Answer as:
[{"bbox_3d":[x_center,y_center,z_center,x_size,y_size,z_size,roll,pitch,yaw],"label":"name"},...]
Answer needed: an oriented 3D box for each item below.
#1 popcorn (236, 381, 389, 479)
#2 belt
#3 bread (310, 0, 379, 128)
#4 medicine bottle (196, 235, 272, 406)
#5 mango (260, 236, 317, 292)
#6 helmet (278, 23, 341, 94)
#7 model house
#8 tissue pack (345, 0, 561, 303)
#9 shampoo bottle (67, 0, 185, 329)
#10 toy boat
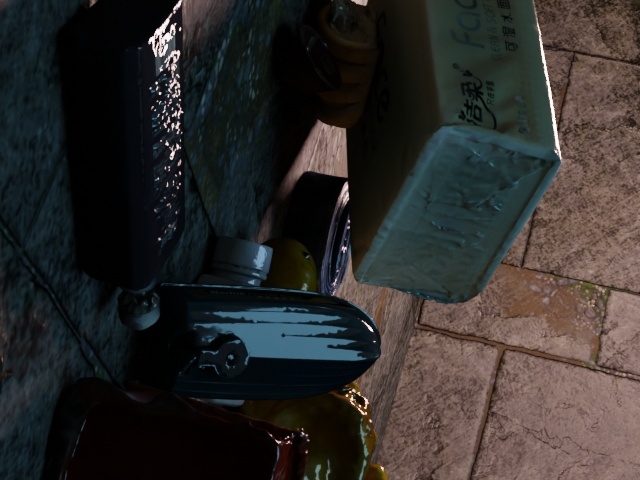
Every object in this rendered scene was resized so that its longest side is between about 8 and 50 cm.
[{"bbox_3d":[-0.017,0.310,1.658,0.297,0.280,0.316,-90,-165,-50],"label":"popcorn"},{"bbox_3d":[0.000,0.000,1.815,0.141,0.082,0.190,33,69,-72],"label":"belt"},{"bbox_3d":[0.028,-0.230,1.662,0.119,0.084,0.177,-97,-167,-50],"label":"bread"},{"bbox_3d":[-0.105,0.090,1.428,0.119,0.069,0.183,25,79,-68],"label":"medicine bottle"},{"bbox_3d":[-0.062,0.073,1.531,0.115,0.089,0.165,-17,-135,51],"label":"mango"},{"bbox_3d":[-0.023,-0.211,1.542,0.089,0.057,0.111,67,18,4],"label":"helmet"},{"bbox_3d":[-0.123,0.225,1.180,0.254,0.196,0.160,49,55,-78],"label":"model house"},{"bbox_3d":[0.158,-0.177,1.711,0.332,0.205,0.405,117,-24,-49],"label":"tissue pack"},{"bbox_3d":[-0.152,-0.050,1.044,0.098,0.071,0.310,-66,164,-49],"label":"shampoo bottle"},{"bbox_3d":[-0.052,0.104,1.331,0.296,0.122,0.114,5,103,-39],"label":"toy boat"}]
